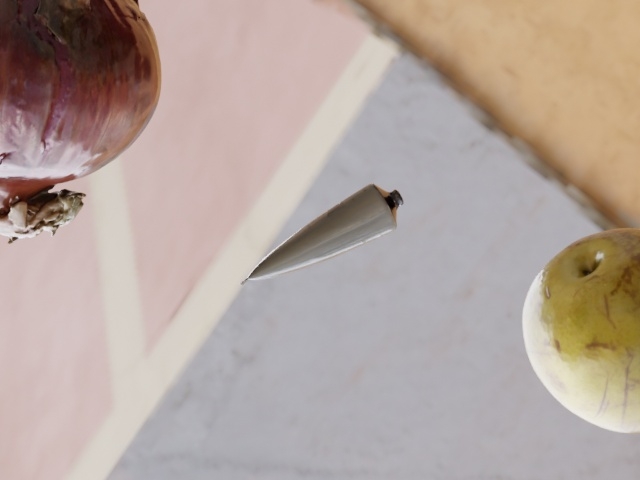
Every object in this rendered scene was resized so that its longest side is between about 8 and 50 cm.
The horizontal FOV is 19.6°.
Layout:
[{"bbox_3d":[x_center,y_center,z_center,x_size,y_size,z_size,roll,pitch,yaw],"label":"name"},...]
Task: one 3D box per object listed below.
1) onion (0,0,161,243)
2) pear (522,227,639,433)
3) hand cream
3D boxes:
[{"bbox_3d":[-0.340,-0.204,2.075,0.354,0.353,0.353,25,-148,-17],"label":"onion"},{"bbox_3d":[0.415,0.122,2.551,0.281,0.280,0.280,25,-148,-17],"label":"pear"},{"bbox_3d":[0.000,0.000,1.874,0.054,0.186,0.087,62,177,1],"label":"hand cream"}]
